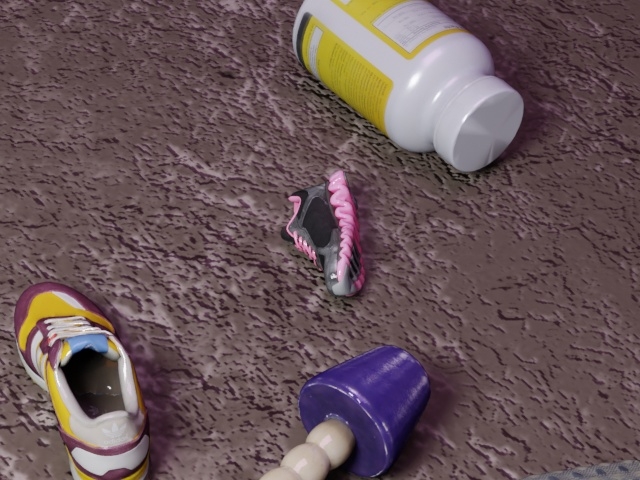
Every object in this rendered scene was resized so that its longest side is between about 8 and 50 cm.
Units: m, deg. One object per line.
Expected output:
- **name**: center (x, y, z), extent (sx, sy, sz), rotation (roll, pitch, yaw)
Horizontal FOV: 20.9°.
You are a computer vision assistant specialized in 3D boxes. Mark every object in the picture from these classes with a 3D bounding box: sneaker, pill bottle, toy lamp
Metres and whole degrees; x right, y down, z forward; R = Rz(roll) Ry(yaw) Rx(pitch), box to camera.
- **sneaker**: center (-0.153, 0.076, 1.125), extent (0.070, 0.084, 0.185), rotation (-16, 47, -20)
- **sneaker**: center (0.000, 0.000, 1.257), extent (0.057, 0.047, 0.119), rotation (-12, 40, 6)
- **pill bottle**: center (0.070, -0.133, 1.355), extent (0.103, 0.103, 0.184), rotation (-26, 51, -29)
- **toy lamp**: center (-0.030, 0.156, 1.055), extent (0.080, 0.080, 0.275), rotation (30, 48, 25)

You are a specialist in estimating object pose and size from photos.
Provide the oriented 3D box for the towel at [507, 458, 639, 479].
- **towel**: center (0.284, 0.209, 0.965), extent (0.324, 0.056, 0.312), rotation (-3, 22, -25)
